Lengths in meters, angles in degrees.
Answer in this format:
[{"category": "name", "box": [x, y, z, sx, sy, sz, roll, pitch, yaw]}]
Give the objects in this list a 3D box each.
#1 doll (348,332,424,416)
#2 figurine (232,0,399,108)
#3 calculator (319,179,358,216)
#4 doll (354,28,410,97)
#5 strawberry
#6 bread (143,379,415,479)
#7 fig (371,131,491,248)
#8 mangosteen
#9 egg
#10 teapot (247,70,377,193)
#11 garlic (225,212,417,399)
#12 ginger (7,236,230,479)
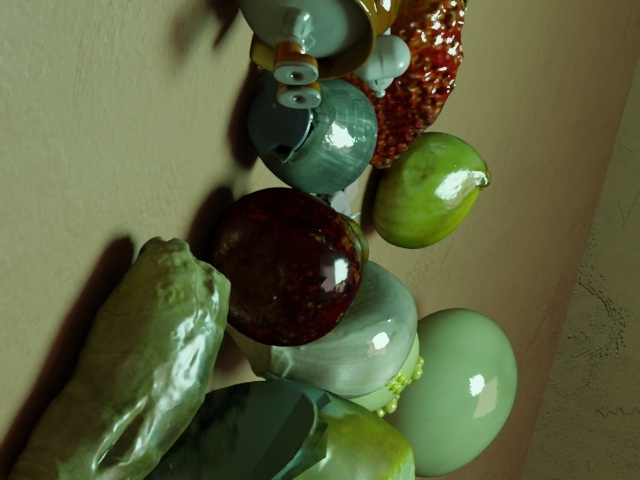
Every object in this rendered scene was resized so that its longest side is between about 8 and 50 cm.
[{"category": "doll", "box": [0.042, 0.129, 1.975, 0.141, 0.117, 0.296, -47, 161, 0]}, {"category": "figurine", "box": [-0.011, -0.234, 1.441, 0.143, 0.143, 0.271, 80, 0, -58]}, {"category": "calculator", "box": [0.000, 0.000, 1.870, 0.166, 0.024, 0.103, -63, 161, -18]}, {"category": "doll", "box": [0.047, -0.219, 1.618, 0.161, 0.059, 0.160, 85, -3, -53]}, {"category": "strawberry", "box": [0.070, -0.188, 1.778, 0.175, 0.106, 0.236, -139, -115, -68]}, {"category": "bread", "box": [-0.076, 0.309, 1.610, 0.395, 0.239, 0.264, -59, 151, -41]}, {"category": "fig", "box": [0.123, -0.061, 2.042, 0.153, 0.120, 0.136, -54, -179, 35]}, {"category": "mangosteen", "box": [-0.026, 0.010, 1.593, 0.181, 0.156, 0.146, -51, 143, -49]}, {"category": "egg", "box": [0.170, 0.209, 2.344, 0.242, 0.186, 0.186, -67, 163, -5]}, {"category": "teapot", "box": [-0.009, -0.120, 1.573, 0.108, 0.111, 0.149, 14, 99, -61]}, {"category": "garlic", "box": [0.038, 0.071, 1.765, 0.148, 0.128, 0.266, 58, 33, -8]}, {"category": "ginger", "box": [-0.152, 0.122, 1.375, 0.263, 0.109, 0.116, -62, 178, -25]}]
